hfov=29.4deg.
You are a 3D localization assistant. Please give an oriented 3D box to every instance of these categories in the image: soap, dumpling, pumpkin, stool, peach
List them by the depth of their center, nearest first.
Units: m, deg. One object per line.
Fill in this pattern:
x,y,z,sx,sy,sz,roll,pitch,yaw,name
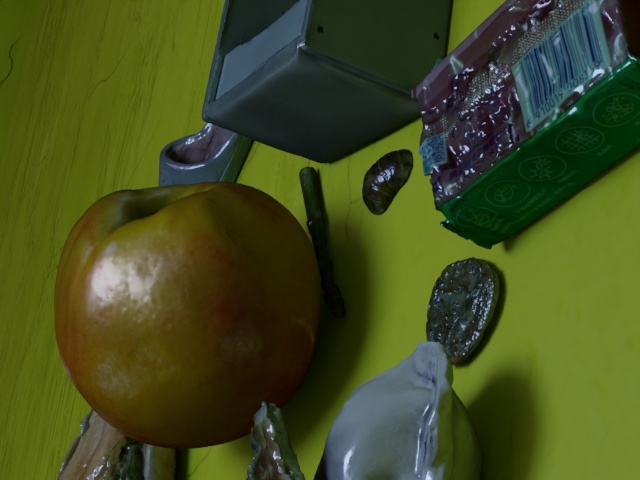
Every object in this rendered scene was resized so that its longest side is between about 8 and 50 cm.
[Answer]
0.061,0.200,1.005,0.250,0.132,0.162,-68,28,19,dumpling
0.189,-0.123,1.007,0.273,0.098,0.218,-42,38,46,soap
0.065,-0.067,1.296,0.083,0.028,0.050,-51,30,28,pumpkin
-0.131,0.088,1.308,0.289,0.289,0.308,-142,35,-63,peach
0.011,-0.255,1.362,0.243,0.170,0.270,-22,54,57,stool

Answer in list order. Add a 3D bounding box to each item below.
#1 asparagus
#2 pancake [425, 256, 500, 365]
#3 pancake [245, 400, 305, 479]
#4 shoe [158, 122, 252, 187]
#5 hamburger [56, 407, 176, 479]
0.000,0.000,1.384,0.024,0.025,0.248,-18,43,6,asparagus
0.126,0.061,1.102,0.108,0.017,0.108,-45,33,41,pancake
-0.018,0.328,1.058,0.427,0.066,0.305,113,141,-58,pancake
-0.180,-0.092,1.714,0.251,0.100,0.103,-60,29,18,shoe
-0.236,0.271,1.589,0.155,0.135,0.208,-23,38,38,hamburger
